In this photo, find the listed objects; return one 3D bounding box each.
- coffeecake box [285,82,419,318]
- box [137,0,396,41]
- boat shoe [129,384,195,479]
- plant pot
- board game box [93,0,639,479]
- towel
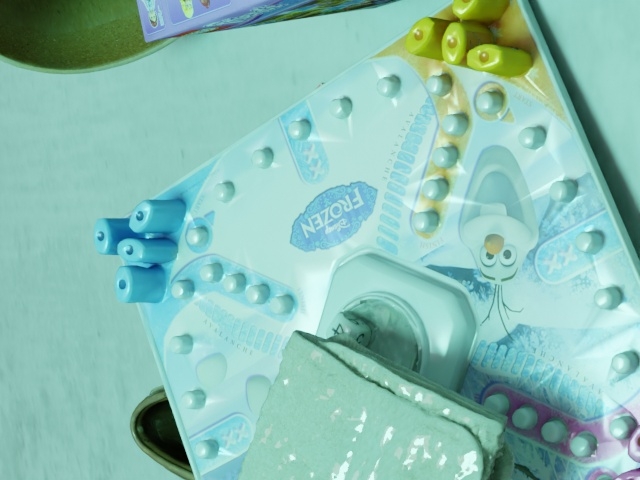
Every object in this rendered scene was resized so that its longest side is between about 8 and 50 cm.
[{"bbox_3d":[0.000,0.000,1.362,0.185,0.068,0.142,-48,61,27],"label":"coffeecake box"},{"bbox_3d":[0.038,-0.189,1.180,0.293,0.201,0.057,-9,94,54],"label":"box"},{"bbox_3d":[-0.040,0.160,1.477,0.324,0.116,0.123,-5,97,55],"label":"boat shoe"},{"bbox_3d":[-0.213,-0.305,1.493,0.254,0.237,0.237,65,146,38],"label":"plant pot"},{"bbox_3d":[0.037,0.076,1.254,0.390,0.050,0.390,-31,70,31],"label":"board game box"},{"bbox_3d":[0.008,0.211,1.191,0.187,0.049,0.282,26,96,38],"label":"towel"}]
